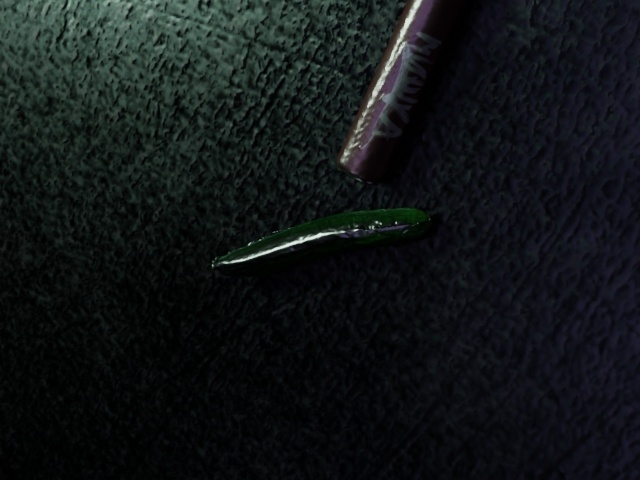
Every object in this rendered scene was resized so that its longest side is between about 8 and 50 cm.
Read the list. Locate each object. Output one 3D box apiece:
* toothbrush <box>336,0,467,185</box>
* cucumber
[{"bbox_3d":[0.098,-0.205,0.891,0.041,0.041,0.364,31,106,23],"label":"toothbrush"},{"bbox_3d":[0.000,0.000,0.959,0.184,0.033,0.036,-13,62,27],"label":"cucumber"}]
